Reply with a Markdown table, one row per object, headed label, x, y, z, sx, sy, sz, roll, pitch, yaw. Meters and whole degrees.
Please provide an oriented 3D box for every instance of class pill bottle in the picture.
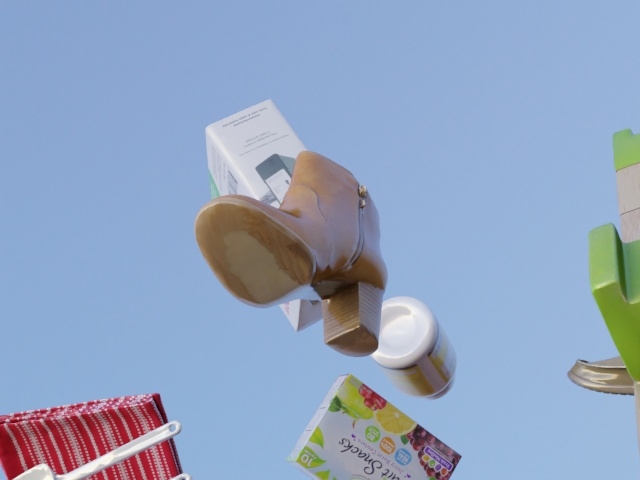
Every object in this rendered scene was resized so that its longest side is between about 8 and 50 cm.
| label | x | y | z | sx | sy | sz | roll | pitch | yaw |
| --- | --- | --- | --- | --- | --- | --- | --- | --- | --- |
| pill bottle | 0.132 | 0.158 | 1.528 | 0.103 | 0.103 | 0.184 | -30 | -33 | 3 |

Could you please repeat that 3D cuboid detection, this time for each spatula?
| label | x | y | z | sx | sy | sz | roll | pitch | yaw |
| --- | --- | --- | --- | --- | --- | --- | --- | --- | --- |
| spatula | -0.243 | 0.305 | 1.219 | 0.242 | 0.168 | 0.019 | -27 | -28 | 4 |

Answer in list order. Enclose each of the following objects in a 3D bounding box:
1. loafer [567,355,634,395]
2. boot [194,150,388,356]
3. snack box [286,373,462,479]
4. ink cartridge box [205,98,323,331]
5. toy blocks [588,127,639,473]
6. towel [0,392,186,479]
| label | x | y | z | sx | sy | sz | roll | pitch | yaw |
| --- | --- | --- | --- | --- | --- | --- | --- | --- | --- |
| loafer | 0.295 | 0.115 | 0.980 | 0.148 | 0.050 | 0.056 | 2 | -6 | 27 |
| boot | -0.027 | -0.022 | 1.176 | 0.104 | 0.211 | 0.295 | -24 | -44 | 26 |
| snack box | 0.052 | 0.208 | 1.050 | 0.141 | 0.037 | 0.100 | 37 | -108 | -9 |
| ink cartridge box | -0.056 | -0.036 | 1.695 | 0.121 | 0.289 | 0.211 | -26 | -27 | -18 |
| toy blocks | 0.267 | 0.030 | 0.448 | 0.260 | 0.381 | 0.191 | -20 | -66 | 22 |
| towel | -0.342 | 0.334 | 1.630 | 0.274 | 0.031 | 0.199 | -10 | -74 | 13 |
